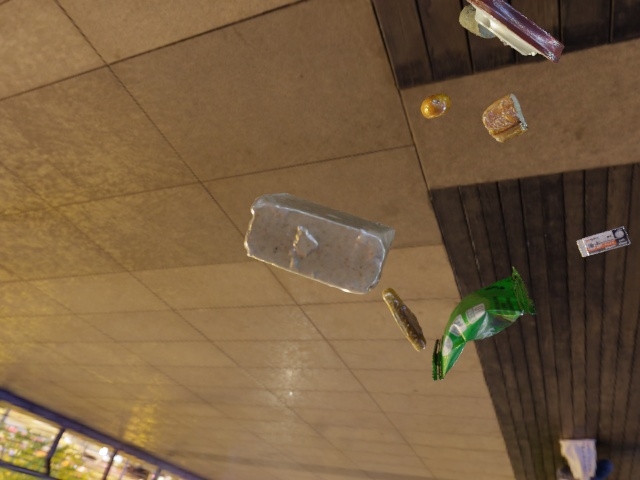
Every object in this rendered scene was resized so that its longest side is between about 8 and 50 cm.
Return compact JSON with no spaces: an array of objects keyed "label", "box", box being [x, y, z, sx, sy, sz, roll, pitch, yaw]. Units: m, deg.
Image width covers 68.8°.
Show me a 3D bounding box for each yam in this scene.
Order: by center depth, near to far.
[{"label":"yam","box":[0.610,-0.841,1.780,0.108,0.194,0.107,-5,125,-7]}]

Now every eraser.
[{"label":"eraser","box":[0.792,0.004,1.311,0.122,0.052,0.029,-22,169,27]}]

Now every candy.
[{"label":"candy","box":[0.253,0.134,0.772,0.078,0.141,0.203,47,115,12]}]

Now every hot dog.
[{"label":"hot dog","box":[0.158,0.143,0.864,0.028,0.044,0.137,-30,98,26]}]

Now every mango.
[{"label":"mango","box":[0.470,-0.539,1.874,0.115,0.165,0.089,-20,93,49]}]

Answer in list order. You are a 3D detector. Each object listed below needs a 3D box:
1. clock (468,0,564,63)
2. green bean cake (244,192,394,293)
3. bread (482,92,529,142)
[{"label":"clock","box":[0.485,-0.555,1.211,0.319,0.318,0.080,25,124,-17]},{"label":"green bean cake","box":[0.000,0.000,0.613,0.179,0.109,0.085,19,102,9]},{"label":"bread","box":[0.380,-0.251,0.966,0.070,0.076,0.083,-24,166,31]}]
